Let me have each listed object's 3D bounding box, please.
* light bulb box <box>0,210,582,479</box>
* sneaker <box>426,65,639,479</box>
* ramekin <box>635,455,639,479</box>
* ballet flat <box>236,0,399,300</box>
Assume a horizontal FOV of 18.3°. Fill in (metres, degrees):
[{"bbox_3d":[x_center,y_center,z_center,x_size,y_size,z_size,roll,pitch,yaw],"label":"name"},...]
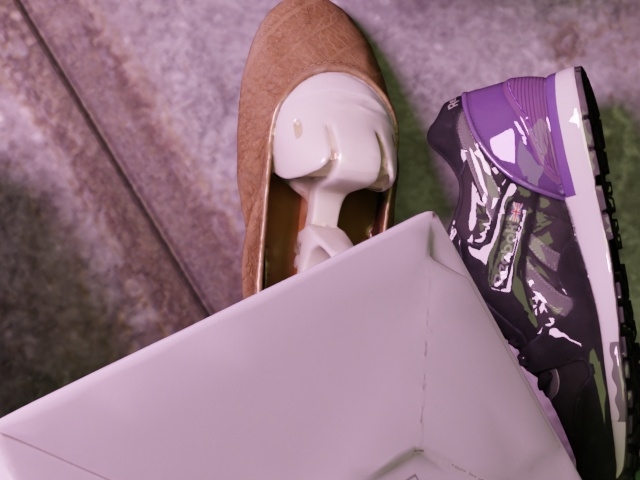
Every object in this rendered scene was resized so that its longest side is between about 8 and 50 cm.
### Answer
[{"bbox_3d":[-0.103,0.190,1.096,0.358,0.361,0.225,-25,86,-47],"label":"light bulb box"},{"bbox_3d":[0.141,0.034,1.328,0.124,0.107,0.283,-11,80,13],"label":"sneaker"},{"bbox_3d":[0.336,0.231,1.269,0.303,0.148,0.303,0,84,0],"label":"ramekin"},{"bbox_3d":[0.000,0.000,1.300,0.116,0.124,0.342,9,83,-16],"label":"ballet flat"}]
